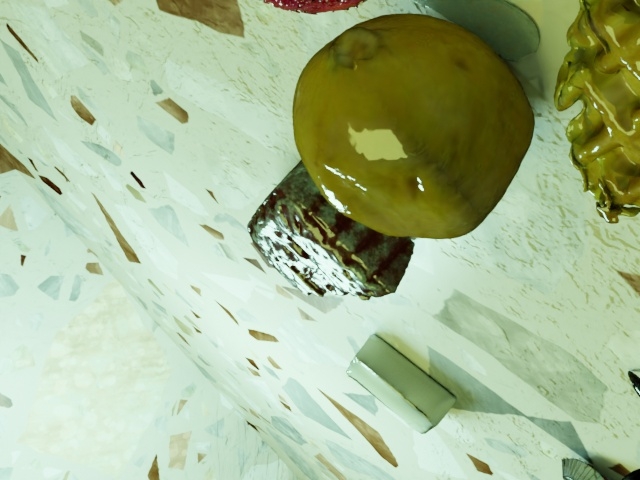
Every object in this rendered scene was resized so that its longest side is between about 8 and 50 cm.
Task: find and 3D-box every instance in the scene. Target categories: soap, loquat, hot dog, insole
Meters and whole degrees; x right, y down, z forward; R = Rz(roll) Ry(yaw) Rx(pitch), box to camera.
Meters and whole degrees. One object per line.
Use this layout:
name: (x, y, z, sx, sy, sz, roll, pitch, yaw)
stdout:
soap: (0.137, 0.257, 1.229, 0.183, 0.064, 0.121, 38, 157, 10)
loquat: (0.078, -0.093, 0.595, 0.187, 0.176, 0.234, 17, 164, 44)
hot dog: (0.424, 0.393, 1.025, 0.191, 0.059, 0.108, 50, 169, -26)
insole: (0.097, -0.212, 0.574, 0.197, 0.004, 0.065, 37, 156, 11)

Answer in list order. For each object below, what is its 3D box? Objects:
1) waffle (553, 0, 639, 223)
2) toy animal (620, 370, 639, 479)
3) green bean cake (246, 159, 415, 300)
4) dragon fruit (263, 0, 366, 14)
waffle: (0.300, -0.067, 0.433, 0.325, 0.068, 0.302, 25, 151, 37)
toy animal: (0.391, 0.235, 0.741, 0.160, 0.272, 0.197, 37, -160, -31)
green bean cake: (0.000, 0.000, 0.963, 0.198, 0.097, 0.232, 45, 156, -7)
dragon fruit: (-0.005, -0.267, 0.539, 0.153, 0.111, 0.153, -5, 159, -2)
